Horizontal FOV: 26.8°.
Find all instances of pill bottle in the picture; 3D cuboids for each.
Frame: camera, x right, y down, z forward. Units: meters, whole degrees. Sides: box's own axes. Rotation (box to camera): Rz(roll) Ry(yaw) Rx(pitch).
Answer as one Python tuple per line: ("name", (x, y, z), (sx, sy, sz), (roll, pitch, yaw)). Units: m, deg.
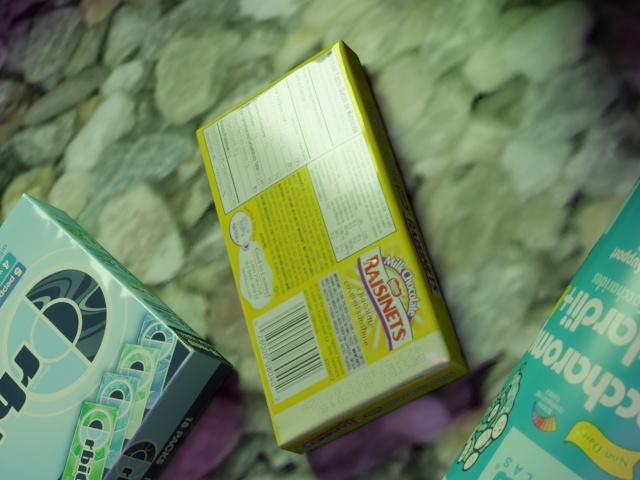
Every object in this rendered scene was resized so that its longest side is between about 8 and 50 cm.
("pill bottle", (0.136, 0.089, 0.516), (0.146, 0.146, 0.264), (34, 92, 38))

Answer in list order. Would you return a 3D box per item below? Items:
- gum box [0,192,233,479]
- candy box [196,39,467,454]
("gum box", (-0.158, 0.083, 0.784), (0.184, 0.041, 0.157), (38, 95, 37))
("candy box", (0.000, 0.000, 0.718), (0.105, 0.027, 0.205), (-28, 59, 20))
